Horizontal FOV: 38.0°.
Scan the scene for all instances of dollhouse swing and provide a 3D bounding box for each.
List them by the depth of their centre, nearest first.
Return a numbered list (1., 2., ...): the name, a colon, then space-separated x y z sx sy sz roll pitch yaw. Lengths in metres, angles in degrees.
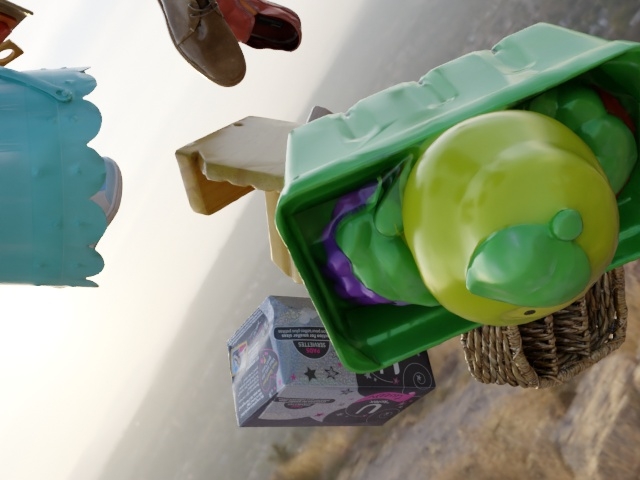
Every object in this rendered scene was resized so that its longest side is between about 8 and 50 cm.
1. dollhouse swing: 0.000 0.000 1.398 0.315 0.346 0.305 -39 -43 -57

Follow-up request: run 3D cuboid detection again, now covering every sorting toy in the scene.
1. sorting toy: -0.618 -0.357 1.639 0.196 0.047 0.347 -35 -10 13

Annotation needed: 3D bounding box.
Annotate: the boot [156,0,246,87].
1. boot: -0.230 -0.421 1.724 0.112 0.305 0.115 -38 16 -19

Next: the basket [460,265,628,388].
1. basket: 0.344 0.083 1.439 0.213 0.222 0.299 -49 -44 -51

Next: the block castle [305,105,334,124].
1. block castle: 0.085 -0.061 1.911 0.453 0.302 0.213 73 -144 -68

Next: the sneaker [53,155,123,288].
1. sneaker: -0.549 -0.075 1.984 0.208 0.127 0.319 49 -126 -55

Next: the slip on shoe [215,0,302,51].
1. slip on shoe: -0.183 -0.490 2.055 0.123 0.331 0.101 -63 34 30

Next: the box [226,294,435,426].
1. box: 0.014 0.180 1.344 0.163 0.247 0.142 -47 47 48

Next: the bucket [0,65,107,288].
1. bucket: -0.360 -0.073 1.094 0.281 0.183 0.281 178 90 -69

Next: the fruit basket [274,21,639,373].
1. fruit basket: 0.157 -0.017 0.829 0.391 0.283 0.392 -14 40 12
